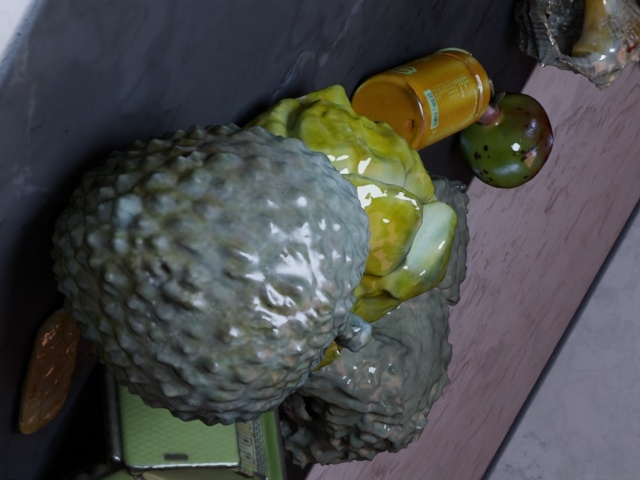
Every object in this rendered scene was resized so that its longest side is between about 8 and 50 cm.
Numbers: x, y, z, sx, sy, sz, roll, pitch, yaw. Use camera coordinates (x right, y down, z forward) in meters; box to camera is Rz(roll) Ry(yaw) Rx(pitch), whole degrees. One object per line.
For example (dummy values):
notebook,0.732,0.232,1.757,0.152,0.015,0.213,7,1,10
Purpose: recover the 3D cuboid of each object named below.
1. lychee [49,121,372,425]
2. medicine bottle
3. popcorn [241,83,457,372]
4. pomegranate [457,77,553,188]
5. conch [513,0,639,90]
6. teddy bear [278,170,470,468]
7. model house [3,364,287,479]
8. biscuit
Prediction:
lychee,-0.083,0.025,1.475,0.255,0.274,0.255,23,90,-89
medicine bottle,0.113,-0.154,1.999,0.192,0.096,0.096,-29,145,-59
popcorn,-0.003,0.001,1.724,0.276,0.225,0.276,-10,125,-15
pomegranate,0.233,-0.147,2.328,0.129,0.129,0.159,-45,122,-39
conch,0.321,-0.296,2.265,0.178,0.163,0.245,-60,141,-60
teddy bear,0.063,0.075,2.136,0.357,0.224,0.367,79,29,-62
model house,-0.191,0.199,1.709,0.205,0.218,0.278,-30,142,29
biscuit,-0.239,0.113,1.591,0.071,0.018,0.147,-37,151,-50
